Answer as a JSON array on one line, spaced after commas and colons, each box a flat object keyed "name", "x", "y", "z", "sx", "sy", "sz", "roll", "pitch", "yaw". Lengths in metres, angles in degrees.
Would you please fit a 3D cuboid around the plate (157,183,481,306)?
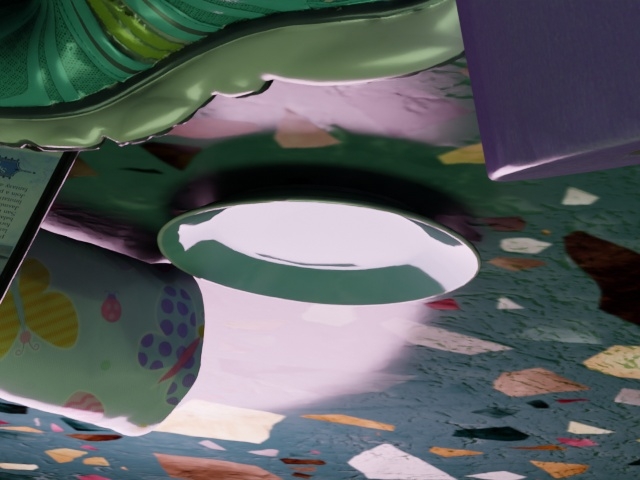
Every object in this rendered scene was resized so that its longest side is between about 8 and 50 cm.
[{"name": "plate", "x": 0.000, "y": 0.000, "z": 1.082, "sx": 0.188, "sy": 0.024, "sz": 0.188, "roll": 5, "pitch": 161, "yaw": 2}]

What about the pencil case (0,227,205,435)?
[{"name": "pencil case", "x": -0.201, "y": 0.036, "z": 1.096, "sx": 0.273, "sy": 0.113, "sz": 0.124, "roll": 19, "pitch": 175, "yaw": -34}]

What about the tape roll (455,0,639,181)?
[{"name": "tape roll", "x": 0.177, "y": -0.084, "z": 0.549, "sx": 0.275, "sy": 0.090, "sz": 0.275, "roll": -10, "pitch": 178, "yaw": 0}]

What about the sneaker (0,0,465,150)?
[{"name": "sneaker", "x": -0.058, "y": -0.113, "z": 0.700, "sx": 0.275, "sy": 0.107, "sz": 0.110, "roll": -12, "pitch": 136, "yaw": 29}]

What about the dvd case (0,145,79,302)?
[{"name": "dvd case", "x": -0.209, "y": -0.047, "z": 0.882, "sx": 0.180, "sy": 0.022, "sz": 0.253, "roll": 11, "pitch": 142, "yaw": -22}]
